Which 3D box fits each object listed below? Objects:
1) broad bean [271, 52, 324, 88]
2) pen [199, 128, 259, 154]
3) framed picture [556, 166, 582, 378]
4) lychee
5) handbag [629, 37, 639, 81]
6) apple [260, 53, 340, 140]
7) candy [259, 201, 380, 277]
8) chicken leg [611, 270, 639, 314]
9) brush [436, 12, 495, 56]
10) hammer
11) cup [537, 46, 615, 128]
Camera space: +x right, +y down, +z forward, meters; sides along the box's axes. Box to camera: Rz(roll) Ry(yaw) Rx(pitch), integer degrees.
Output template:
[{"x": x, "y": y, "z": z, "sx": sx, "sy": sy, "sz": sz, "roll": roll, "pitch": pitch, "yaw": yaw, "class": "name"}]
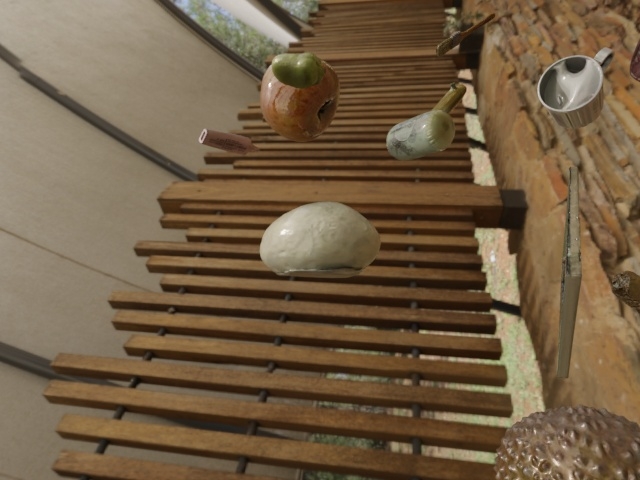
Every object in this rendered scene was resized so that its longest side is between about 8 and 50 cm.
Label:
[{"x": -0.071, "y": -0.555, "z": 1.440, "sx": 0.082, "sy": 0.175, "sz": 0.124, "roll": -62, "pitch": -34, "yaw": -27, "class": "broad bean"}, {"x": -0.243, "y": -0.268, "z": 1.224, "sx": 0.197, "sy": 0.032, "sz": 0.053, "roll": 0, "pitch": -49, "yaw": -50, "class": "pen"}, {"x": 0.469, "y": 0.048, "z": 0.834, "sx": 0.335, "sy": 0.022, "sz": 0.247, "roll": -56, "pitch": -40, "yaw": -44, "class": "framed picture"}, {"x": 0.605, "y": 0.574, "z": 1.012, "sx": 0.432, "sy": 0.381, "sz": 0.379, "roll": -61, "pitch": -29, "yaw": -66, "class": "lychee"}, {"x": 0.831, "y": -0.406, "z": 0.986, "sx": 0.146, "sy": 0.136, "sz": 0.225, "roll": 83, "pitch": 166, "yaw": -46, "class": "handbag"}, {"x": -0.101, "y": -0.667, "z": 2.049, "sx": 0.400, "sy": 0.334, "sz": 0.400, "roll": -49, "pitch": -20, "yaw": -24, "class": "apple"}, {"x": 0.000, "y": 0.000, "z": 1.073, "sx": 0.295, "sy": 0.296, "sz": 0.185, "roll": 11, "pitch": -101, "yaw": -80, "class": "candy"}, {"x": 0.748, "y": 0.132, "z": 1.040, "sx": 0.198, "sy": 0.069, "sz": 0.085, "roll": 36, "pitch": -170, "yaw": -29, "class": "chicken leg"}, {"x": 0.358, "y": -0.510, "z": 1.084, "sx": 0.014, "sy": 0.170, "sz": 0.043, "roll": 56, "pitch": 179, "yaw": 18, "class": "brush"}, {"x": 0.328, "y": -0.349, "z": 1.236, "sx": 0.305, "sy": 0.202, "sz": 0.113, "roll": -49, "pitch": -66, "yaw": -23, "class": "hammer"}, {"x": 0.798, "y": -0.453, "z": 1.343, "sx": 0.202, "sy": 0.221, "sz": 0.166, "roll": 12, "pitch": -120, "yaw": -54, "class": "cup"}]
